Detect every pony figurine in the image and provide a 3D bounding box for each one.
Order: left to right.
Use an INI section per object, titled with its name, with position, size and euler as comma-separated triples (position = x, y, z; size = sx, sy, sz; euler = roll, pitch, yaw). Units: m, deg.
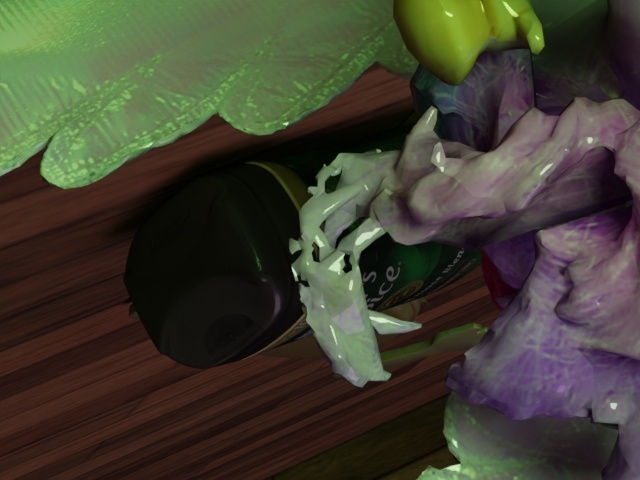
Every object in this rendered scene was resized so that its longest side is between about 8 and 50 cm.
[pony figurine]
position = 0.078, -0.041, 0.403
size = 0.351, 0.303, 0.363
euler = -23, 153, -21

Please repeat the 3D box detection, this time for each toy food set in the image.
[toy food set]
position = -0.003, 0.030, 1.046
size = 0.132, 0.038, 0.192
euler = -18, 154, 35

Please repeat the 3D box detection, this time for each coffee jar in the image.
[coffee jar]
position = 0.000, 0.000, 0.886
size = 0.184, 0.079, 0.096
euler = -16, 164, -47
